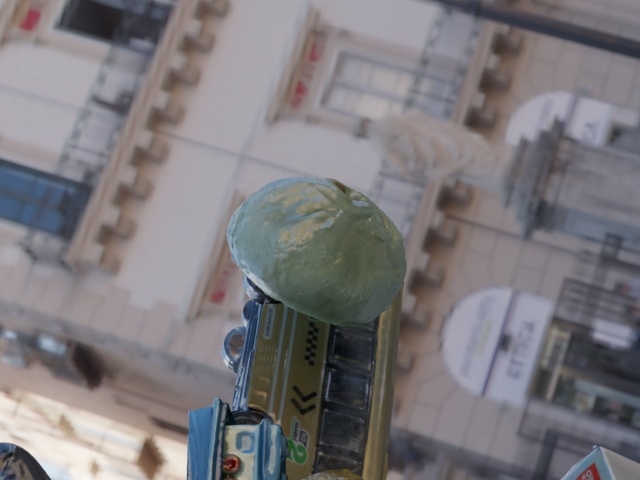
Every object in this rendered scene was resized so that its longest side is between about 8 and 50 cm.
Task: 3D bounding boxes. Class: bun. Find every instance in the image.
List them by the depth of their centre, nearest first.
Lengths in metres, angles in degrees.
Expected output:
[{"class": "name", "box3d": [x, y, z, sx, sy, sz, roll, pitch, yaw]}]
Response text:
[{"class": "bun", "box3d": [0.000, 0.000, 1.460, 0.118, 0.195, 0.195, -61, -7, 17]}]

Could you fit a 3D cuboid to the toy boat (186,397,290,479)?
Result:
[{"class": "toy boat", "box3d": [-0.077, 0.269, 1.344, 0.109, 0.098, 0.237, 80, -171, -63]}]

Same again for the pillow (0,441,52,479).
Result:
[{"class": "pillow", "box3d": [-0.323, 0.392, 1.785, 0.093, 0.335, 0.161, -33, -31, -14]}]

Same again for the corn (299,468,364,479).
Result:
[{"class": "corn", "box3d": [0.042, 0.306, 1.362, 0.097, 0.097, 0.261, -65, -36, -37]}]

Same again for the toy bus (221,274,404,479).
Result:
[{"class": "toy bus", "box3d": [-0.015, 0.173, 1.580, 0.177, 0.202, 0.365, 109, 172, -51]}]

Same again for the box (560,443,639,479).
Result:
[{"class": "box", "box3d": [0.339, 0.342, 1.481, 0.079, 0.135, 0.269, -49, 29, 27]}]
